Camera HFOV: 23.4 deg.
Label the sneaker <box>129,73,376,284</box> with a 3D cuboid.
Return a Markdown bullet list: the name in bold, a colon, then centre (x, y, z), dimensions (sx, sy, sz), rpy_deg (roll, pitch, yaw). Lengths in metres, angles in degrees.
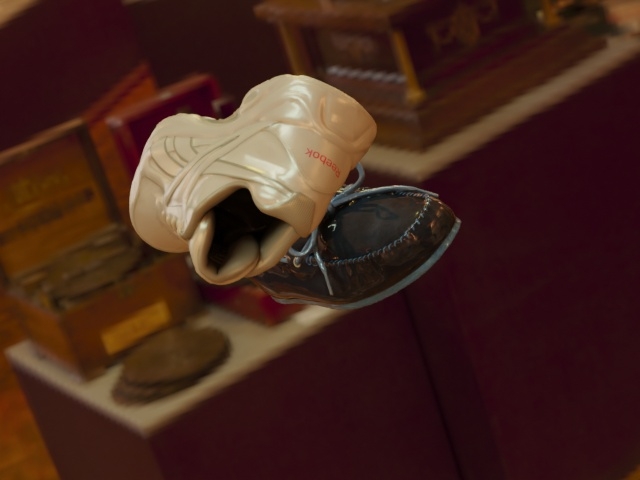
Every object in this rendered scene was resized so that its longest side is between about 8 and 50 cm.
- **sneaker**: centre (-0.066, -0.022, 0.968), dimensions (0.232, 0.090, 0.115), rpy_deg (-25, 36, 55)

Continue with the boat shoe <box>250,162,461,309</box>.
- **boat shoe**: centre (0.000, 0.000, 1.188), dimensions (0.258, 0.089, 0.109), rpy_deg (-16, 30, 53)
